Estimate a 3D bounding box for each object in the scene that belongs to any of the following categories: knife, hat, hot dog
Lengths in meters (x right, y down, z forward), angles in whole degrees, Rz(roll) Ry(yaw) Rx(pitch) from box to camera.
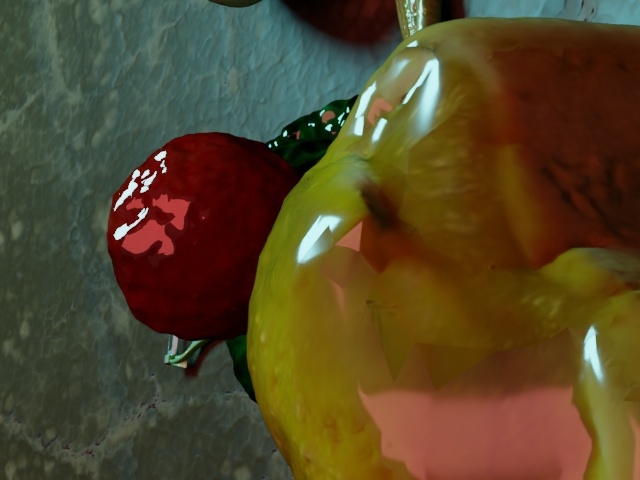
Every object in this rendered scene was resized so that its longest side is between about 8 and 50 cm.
[{"bbox_3d":[-0.069,0.061,1.383,0.166,0.023,0.078,-7,80,49],"label":"knife"},{"bbox_3d":[0.000,0.000,1.089,0.274,0.332,0.242,-32,58,36],"label":"hat"},{"bbox_3d":[0.075,-0.175,1.289,0.044,0.028,0.137,121,147,-58],"label":"hot dog"}]

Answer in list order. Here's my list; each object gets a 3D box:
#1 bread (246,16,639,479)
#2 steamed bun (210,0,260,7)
[{"bbox_3d":[0.159,0.067,0.870,0.361,0.394,0.250,56,136,38],"label":"bread"},{"bbox_3d":[-0.055,-0.317,1.380,0.232,0.166,0.273,-45,53,14],"label":"steamed bun"}]
